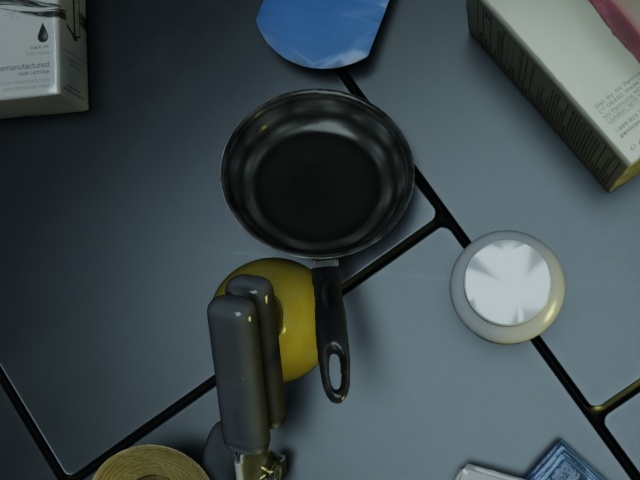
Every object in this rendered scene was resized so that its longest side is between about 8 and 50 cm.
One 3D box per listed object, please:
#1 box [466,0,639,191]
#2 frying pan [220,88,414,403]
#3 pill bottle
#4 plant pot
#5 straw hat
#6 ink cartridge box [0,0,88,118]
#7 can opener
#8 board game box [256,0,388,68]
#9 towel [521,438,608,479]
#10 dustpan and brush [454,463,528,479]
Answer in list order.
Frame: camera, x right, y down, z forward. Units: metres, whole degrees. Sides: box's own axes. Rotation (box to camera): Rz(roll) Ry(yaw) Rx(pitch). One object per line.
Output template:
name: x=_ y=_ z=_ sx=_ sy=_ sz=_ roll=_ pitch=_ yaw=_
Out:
box: x=0.260 y=-0.181 z=0.944 sx=0.127 sy=0.148 sz=0.232 roll=-39 pitch=79 yaw=4
frying pan: x=0.026 y=-0.014 z=0.981 sx=0.197 sy=0.053 sz=0.326 roll=-24 pitch=68 yaw=-11
pill bottle: x=0.173 y=0.045 z=0.916 sx=0.103 sy=0.184 sz=0.103 roll=-1 pitch=84 yaw=10
plant pot: x=-0.059 y=0.080 z=0.998 sx=0.134 sy=0.095 sz=0.134 roll=-1 pitch=84 yaw=10
straw hat: x=-0.164 y=0.268 z=1.013 sx=0.144 sy=0.061 sz=0.144 roll=1 pitch=100 yaw=4
ink cartridge box: x=-0.343 y=-0.244 z=1.088 sx=0.148 sy=0.086 sz=0.203 roll=-5 pitch=84 yaw=10
can opener: x=-0.086 y=0.163 z=0.941 sx=0.095 sy=0.076 sz=0.283 roll=7 pitch=121 yaw=20
board game box: x=0.012 y=-0.259 z=1.057 sx=0.133 sy=0.033 sz=0.168 roll=18 pitch=82 yaw=16
towel: x=0.257 y=0.257 z=0.957 sx=0.119 sy=0.029 sz=0.067 roll=42 pitch=93 yaw=11
dustpan and brush: x=0.179 y=0.339 z=0.942 sx=0.147 sy=0.060 sz=0.211 roll=13 pitch=100 yaw=18
